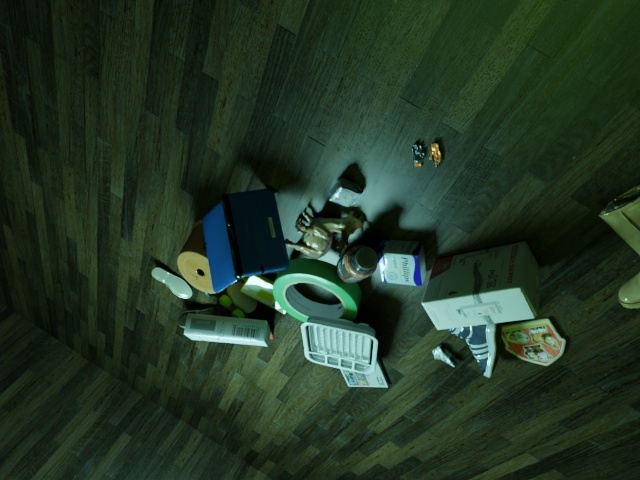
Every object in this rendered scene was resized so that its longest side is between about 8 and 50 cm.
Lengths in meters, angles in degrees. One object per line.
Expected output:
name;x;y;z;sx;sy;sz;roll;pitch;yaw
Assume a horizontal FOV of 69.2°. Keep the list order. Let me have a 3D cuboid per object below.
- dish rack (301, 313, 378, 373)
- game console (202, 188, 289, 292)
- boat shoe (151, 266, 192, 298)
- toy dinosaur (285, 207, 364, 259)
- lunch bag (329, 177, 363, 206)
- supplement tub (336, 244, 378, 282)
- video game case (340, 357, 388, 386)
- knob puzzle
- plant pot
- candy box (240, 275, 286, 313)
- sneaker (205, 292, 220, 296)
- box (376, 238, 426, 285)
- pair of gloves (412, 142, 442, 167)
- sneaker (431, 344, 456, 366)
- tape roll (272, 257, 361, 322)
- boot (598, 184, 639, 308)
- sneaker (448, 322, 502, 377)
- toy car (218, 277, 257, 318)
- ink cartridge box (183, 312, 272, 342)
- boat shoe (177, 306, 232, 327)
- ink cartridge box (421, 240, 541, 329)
dish rack;0.078;0.386;1.754;0.285;0.072;0.333;10;143;11
game console;-0.259;0.001;1.561;0.250;0.293;0.173;-9;162;-13
boat shoe;-0.672;0.188;2.121;0.206;0.075;0.065;37;178;-10
toy dinosaur;0.000;0.000;1.537;0.200;0.127;0.296;33;141;-8
lunch bag;0.079;-0.144;1.416;0.083;0.053;0.071;19;138;-21
supplement tub;0.120;0.075;1.484;0.106;0.106;0.198;36;164;-2
video game case;0.170;0.537;1.932;0.183;0.023;0.201;-8;123;26
knob puzzle;0.685;0.339;1.487;0.213;0.030;0.213;15;132;18
plant pot;-0.395;0.061;1.746;0.290;0.203;0.291;15;131;17
candy box;-0.204;0.207;1.833;0.205;0.027;0.105;30;116;-13
sneaker;-0.464;0.160;1.974;0.078;0.067;0.188;-3;125;5
box;0.259;0.070;1.477;0.137;0.072;0.126;3;128;27
pair of gloves;0.288;-0.231;1.257;0.083;0.010;0.074;6;130;29
sneaker;0.444;0.426;1.692;0.098;0.038;0.069;50;135;-3
tape roll;-0.013;0.197;1.689;0.321;0.077;0.321;12;139;11
boot;0.779;0.018;1.139;0.269;0.089;0.236;43;124;-9
sneaker;0.508;0.331;1.530;0.153;0.099;0.282;12;134;30
toy car;-0.358;0.241;1.921;0.149;0.155;0.188;52;145;-16
ink cartridge box;-0.362;0.395;1.913;0.308;0.091;0.385;5;157;0
boat shoe;-0.503;0.372;2.143;0.307;0.111;0.104;1;153;22
ink cartridge box;0.457;0.129;1.319;0.283;0.207;0.117;-17;118;37
